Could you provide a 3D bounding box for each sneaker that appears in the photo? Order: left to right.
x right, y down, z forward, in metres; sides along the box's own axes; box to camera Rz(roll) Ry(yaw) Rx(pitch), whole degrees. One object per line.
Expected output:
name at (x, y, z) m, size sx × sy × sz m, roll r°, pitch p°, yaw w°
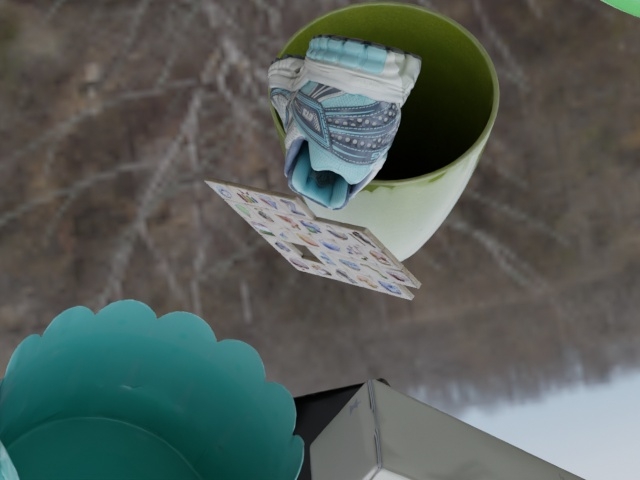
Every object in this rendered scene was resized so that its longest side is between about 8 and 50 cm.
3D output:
sneaker at (0.001, -0.087, 1.445) m, size 0.110 × 0.122 × 0.283 m, roll 16°, pitch 174°, yaw -4°

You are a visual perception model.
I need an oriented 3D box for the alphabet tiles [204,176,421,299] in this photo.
alphabet tiles at (0.000, 0.000, 2.007) m, size 0.237 × 0.009 × 0.198 m, roll 13°, pitch 156°, yaw 45°

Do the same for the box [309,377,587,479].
box at (0.129, 0.228, 1.458) m, size 0.275 × 0.113 × 0.094 m, roll 27°, pitch 120°, yaw -21°

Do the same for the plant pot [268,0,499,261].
plant pot at (0.077, -0.102, 2.210) m, size 0.275 × 0.275 × 0.293 m, roll -8°, pitch 148°, yaw -4°

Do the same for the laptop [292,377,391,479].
laptop at (-0.003, 0.398, 1.875) m, size 0.382 × 0.408 × 0.236 m, roll -6°, pitch 144°, yaw -49°

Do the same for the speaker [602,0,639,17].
speaker at (0.282, -0.301, 1.229) m, size 0.131 × 0.296 × 0.131 m, roll 20°, pitch -179°, yaw 0°

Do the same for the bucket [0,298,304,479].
bucket at (-0.171, 0.212, 1.566) m, size 0.281 × 0.281 × 0.183 m, roll -7°, pitch 146°, yaw -29°
